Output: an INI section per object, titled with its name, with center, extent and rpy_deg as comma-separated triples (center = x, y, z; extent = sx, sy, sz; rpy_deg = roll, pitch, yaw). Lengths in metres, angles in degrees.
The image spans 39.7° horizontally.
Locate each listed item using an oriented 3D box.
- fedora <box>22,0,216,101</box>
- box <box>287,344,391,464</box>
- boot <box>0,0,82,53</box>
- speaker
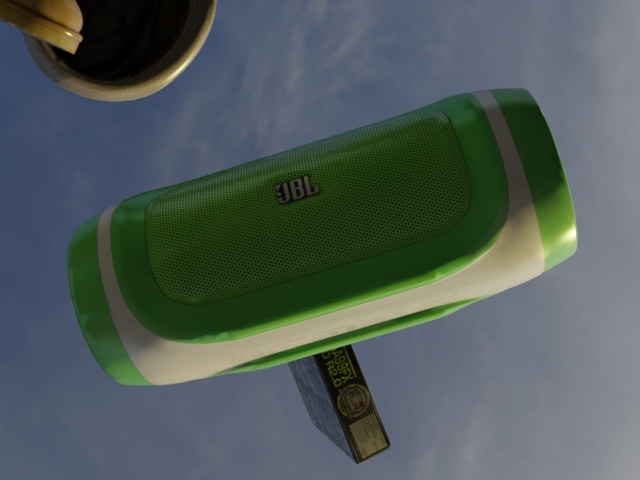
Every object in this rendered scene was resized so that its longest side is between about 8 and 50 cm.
[fedora]
center = -0.289, -0.322, 1.250
extent = 0.243, 0.124, 0.275
rpy_deg = 38, -100, -17
[box]
center = -0.002, 0.178, 1.336
extent = 0.060, 0.216, 0.270
rpy_deg = -24, -79, -14
[boot]
center = -0.223, -0.319, 0.726
extent = 0.236, 0.089, 0.270
rpy_deg = 38, -79, 25
[speaker]
center = 0.000, 0.000, 0.561
extent = 0.296, 0.131, 0.131
rpy_deg = -17, -98, 5
